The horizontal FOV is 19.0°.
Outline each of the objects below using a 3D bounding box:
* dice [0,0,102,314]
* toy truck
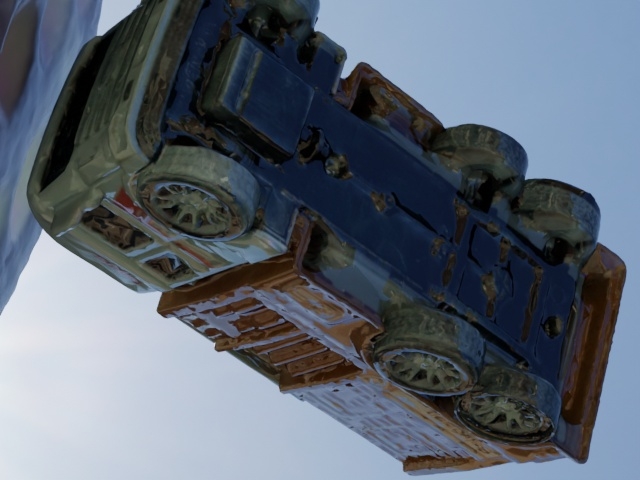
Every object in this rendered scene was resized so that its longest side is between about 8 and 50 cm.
[{"bbox_3d":[-0.267,-0.107,0.970,0.270,0.271,0.270,-73,177,-62],"label":"dice"},{"bbox_3d":[0.000,0.000,0.951,0.162,0.305,0.136,-21,-137,46],"label":"toy truck"}]
